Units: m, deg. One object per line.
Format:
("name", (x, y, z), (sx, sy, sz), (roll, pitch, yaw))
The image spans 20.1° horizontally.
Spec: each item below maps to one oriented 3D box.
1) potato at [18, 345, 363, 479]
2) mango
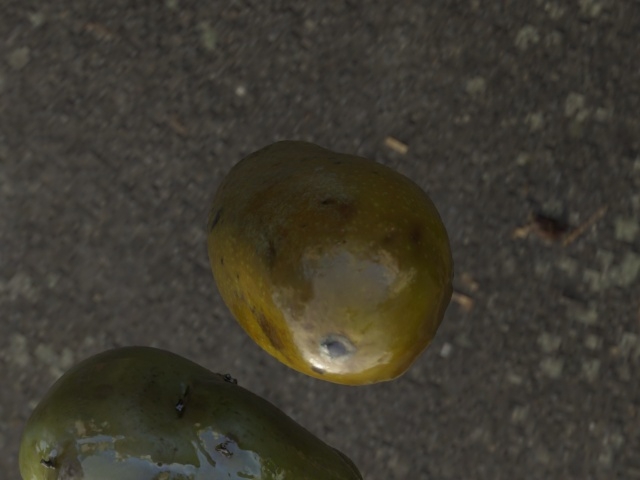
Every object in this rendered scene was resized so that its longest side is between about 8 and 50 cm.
("potato", (-0.105, 0.226, 1.670), (0.351, 0.218, 0.202), (15, 105, -9))
("mango", (-0.006, 0.001, 1.544), (0.176, 0.329, 0.175), (-3, 117, -31))
